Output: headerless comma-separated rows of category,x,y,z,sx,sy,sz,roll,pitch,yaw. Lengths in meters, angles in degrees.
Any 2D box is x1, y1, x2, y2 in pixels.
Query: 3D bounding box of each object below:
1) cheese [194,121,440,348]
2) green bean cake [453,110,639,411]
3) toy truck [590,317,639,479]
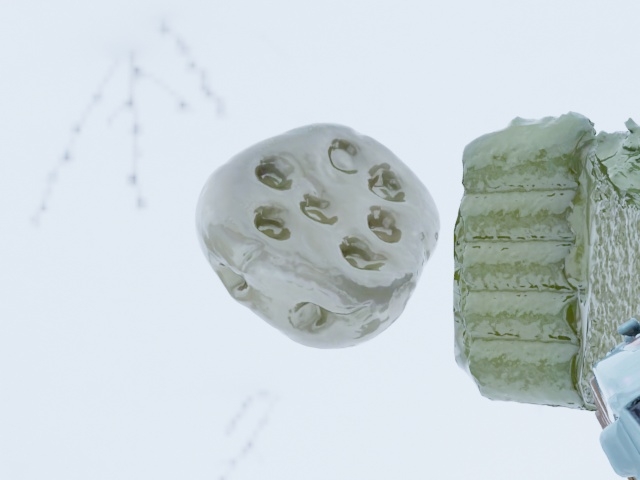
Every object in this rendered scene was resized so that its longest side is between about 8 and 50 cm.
cheese,0.000,0.000,1.658,0.235,0.218,0.117,-1,142,-24
green bean cake,0.203,0.014,1.444,0.124,0.233,0.236,2,180,35
toy truck,0.226,0.108,1.015,0.136,0.162,0.305,-32,166,2
